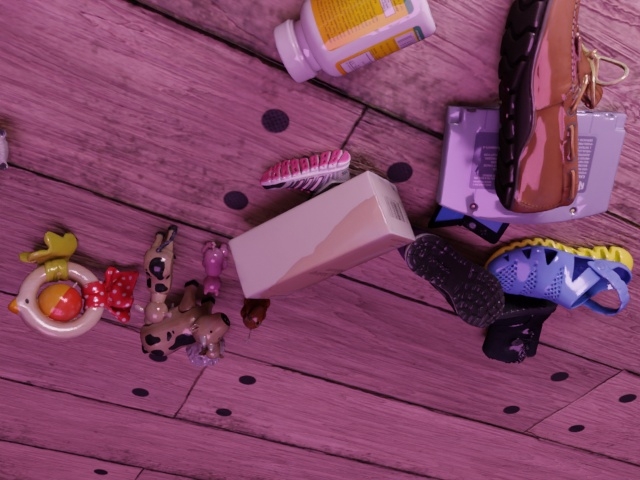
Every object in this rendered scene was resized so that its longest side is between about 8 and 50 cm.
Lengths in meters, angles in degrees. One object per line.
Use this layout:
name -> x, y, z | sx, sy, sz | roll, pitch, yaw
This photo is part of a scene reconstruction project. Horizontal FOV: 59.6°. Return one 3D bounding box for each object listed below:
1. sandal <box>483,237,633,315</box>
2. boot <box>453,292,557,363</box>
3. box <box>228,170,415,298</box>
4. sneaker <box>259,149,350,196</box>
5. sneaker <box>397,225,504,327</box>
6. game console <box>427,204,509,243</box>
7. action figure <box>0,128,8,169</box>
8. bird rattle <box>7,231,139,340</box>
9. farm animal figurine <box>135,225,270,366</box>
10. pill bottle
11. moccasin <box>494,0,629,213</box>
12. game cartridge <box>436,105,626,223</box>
sandal -> 0.494, 0.080, 1.142 | 0.318, 0.138, 0.126 | 0, 136, 3
boot -> 0.404, 0.202, 1.287 | 0.247, 0.094, 0.207 | -1, 131, -7
box -> 0.000, 0.000, 1.044 | 0.311, 0.121, 0.148 | -26, 164, 24
sneaker -> -0.023, -0.109, 1.014 | 0.171, 0.063, 0.074 | -13, 127, 6
sneaker -> 0.263, 0.062, 1.139 | 0.107, 0.124, 0.283 | -46, 114, 5
game console -> 0.291, -0.057, 1.038 | 0.124, 0.085, 0.144 | 36, 136, 17
action figure -> -0.678, -0.173, 0.892 | 0.330, 0.178, 0.341 | 7, 159, -12
bird rattle -> -0.515, 0.112, 1.156 | 0.143, 0.206, 0.253 | -21, 123, 44
farm animal figurine -> -0.284, 0.159, 1.203 | 0.330, 0.172, 0.327 | 35, 125, -28
pill bottle -> 0.045, -0.304, 0.786 | 0.209, 0.117, 0.117 | -20, 131, 19
moccasin -> 0.346, -0.219, 0.815 | 0.147, 0.139, 0.379 | -5, 111, 1
game cartridge -> 0.350, -0.126, 0.952 | 0.294, 0.060, 0.196 | 3, 107, -1
